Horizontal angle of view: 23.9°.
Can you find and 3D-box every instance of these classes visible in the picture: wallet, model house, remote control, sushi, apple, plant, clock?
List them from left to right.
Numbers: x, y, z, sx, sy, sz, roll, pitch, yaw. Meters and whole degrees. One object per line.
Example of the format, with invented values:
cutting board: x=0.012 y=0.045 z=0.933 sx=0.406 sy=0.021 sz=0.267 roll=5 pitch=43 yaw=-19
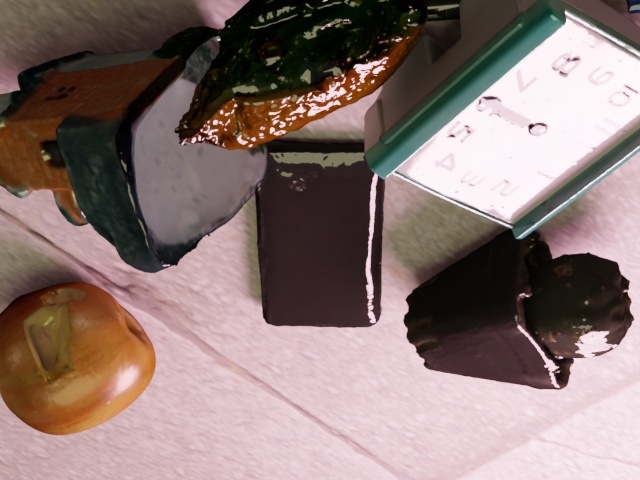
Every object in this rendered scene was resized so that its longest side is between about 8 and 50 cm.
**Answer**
apple: x=-0.288 y=0.139 z=1.775 sx=0.199 sy=0.199 sz=0.199 roll=2 pitch=135 yaw=2
model house: x=-0.236 y=-0.096 z=1.509 sx=0.291 sy=0.253 sz=0.184 roll=3 pitch=124 yaw=24
sushi: x=-0.025 y=-0.192 z=1.436 sx=0.287 sy=0.149 sz=0.140 roll=-25 pitch=161 yaw=-7
wallet: x=0.000 y=0.000 z=1.712 sx=0.146 sy=0.030 sz=0.285 roll=-1 pitch=134 yaw=0
remote control: x=0.117 y=-0.227 z=1.489 sx=0.091 sy=0.016 sz=0.034 roll=-3 pitch=130 yaw=6
plant: x=0.225 y=0.079 z=1.701 sx=0.256 sy=0.142 sz=0.164 roll=-8 pitch=134 yaw=27
clock: x=0.204 y=-0.142 z=1.501 sx=0.231 sy=0.116 sz=0.262 roll=23 pitch=134 yaw=-33

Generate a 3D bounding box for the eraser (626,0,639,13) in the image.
eraser: x=0.333 y=-0.252 z=1.442 sx=0.084 sy=0.027 sz=0.063 roll=-7 pitch=135 yaw=9
